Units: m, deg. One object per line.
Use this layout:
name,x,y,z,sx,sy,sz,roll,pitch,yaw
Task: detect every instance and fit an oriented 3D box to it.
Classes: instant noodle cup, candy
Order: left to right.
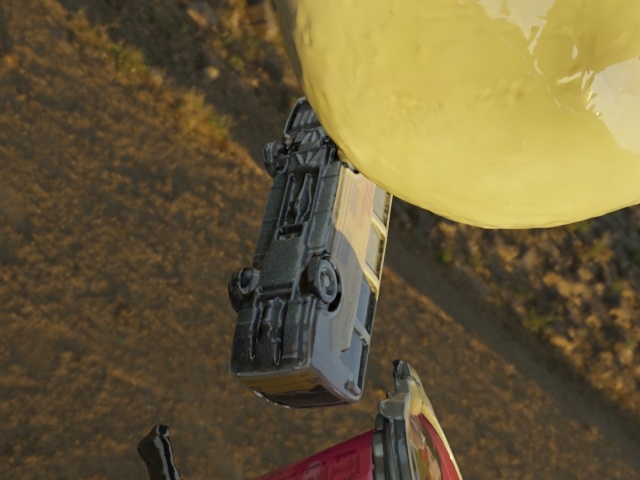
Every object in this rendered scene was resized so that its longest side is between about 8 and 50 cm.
instant noodle cup,0.028,0.266,0.823,0.258,0.182,0.302,55,20,-53
candy,0.115,-0.136,0.581,0.295,0.295,0.185,43,14,-21

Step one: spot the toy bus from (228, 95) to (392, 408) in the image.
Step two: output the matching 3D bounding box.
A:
toy bus,0.000,0.000,1.003,0.138,0.097,0.342,51,40,-45

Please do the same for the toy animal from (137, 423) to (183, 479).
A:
toy animal,-0.086,0.173,0.501,0.148,0.084,0.233,26,18,29
